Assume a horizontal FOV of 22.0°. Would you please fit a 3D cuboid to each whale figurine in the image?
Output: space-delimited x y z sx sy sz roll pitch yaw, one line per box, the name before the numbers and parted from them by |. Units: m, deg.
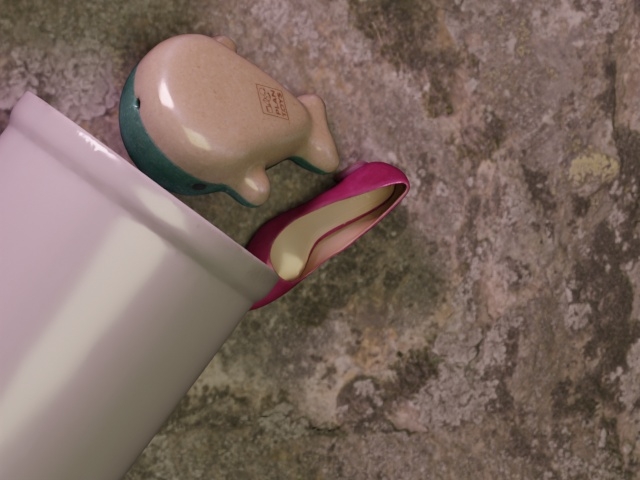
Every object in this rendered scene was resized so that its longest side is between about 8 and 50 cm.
whale figurine | -0.106 -0.124 1.848 0.272 0.141 0.216 6 59 -43

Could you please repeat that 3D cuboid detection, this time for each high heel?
high heel | 0.000 0.000 1.912 0.244 0.117 0.082 -39 112 -11

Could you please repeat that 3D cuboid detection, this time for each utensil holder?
utensil holder | -0.284 0.096 1.705 0.327 0.327 0.385 37 86 -24
